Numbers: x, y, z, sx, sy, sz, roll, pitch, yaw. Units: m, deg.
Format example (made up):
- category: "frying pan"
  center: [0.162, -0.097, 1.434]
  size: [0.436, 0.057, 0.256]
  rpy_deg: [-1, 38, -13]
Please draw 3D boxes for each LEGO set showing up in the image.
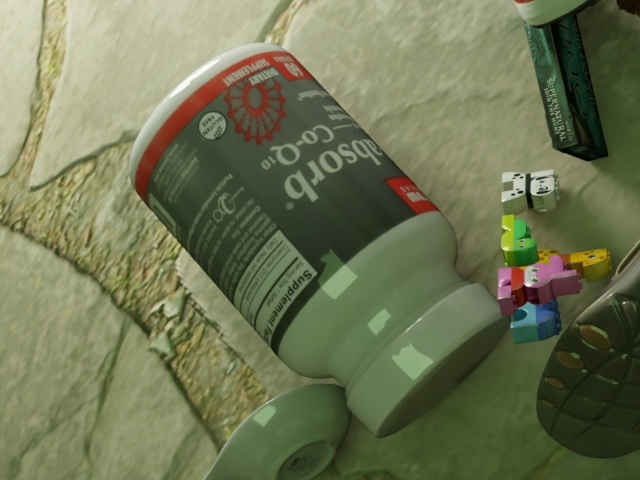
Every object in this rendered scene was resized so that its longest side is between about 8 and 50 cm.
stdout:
- category: "LEGO set"
  center: [0.219, 0.019, 1.341]
  size: [0.093, 0.227, 0.087]
  rpy_deg: [-9, 120, 13]

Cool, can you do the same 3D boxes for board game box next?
- category: "board game box"
  center: [0.223, -0.170, 1.356]
  size: [0.026, 0.126, 0.186]
  rpy_deg: [-15, 83, 23]

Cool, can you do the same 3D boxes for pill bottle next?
- category: "pill bottle"
  center: [0.000, 0.000, 1.402]
  size: [0.210, 0.210, 0.363]
  rpy_deg: [-47, 72, 15]

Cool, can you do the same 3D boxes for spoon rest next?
- category: "spoon rest"
  center: [-0.066, 0.240, 1.478]
  size: [0.084, 0.137, 0.276]
  rpy_deg: [52, 121, 35]

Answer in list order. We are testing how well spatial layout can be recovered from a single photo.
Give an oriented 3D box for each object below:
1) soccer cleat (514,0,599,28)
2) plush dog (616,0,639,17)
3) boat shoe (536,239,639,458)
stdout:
- category: "soccer cleat"
  center: [0.214, -0.310, 1.276]
  size: [0.108, 0.318, 0.116]
  rpy_deg: [-23, 117, 35]
- category: "plush dog"
  center: [0.375, -0.245, 1.209]
  size: [0.262, 0.225, 0.210]
  rpy_deg: [-57, 36, 13]
- category: "boat shoe"
  center: [0.323, 0.057, 1.308]
  size: [0.132, 0.130, 0.355]
  rpy_deg: [40, 124, 11]
